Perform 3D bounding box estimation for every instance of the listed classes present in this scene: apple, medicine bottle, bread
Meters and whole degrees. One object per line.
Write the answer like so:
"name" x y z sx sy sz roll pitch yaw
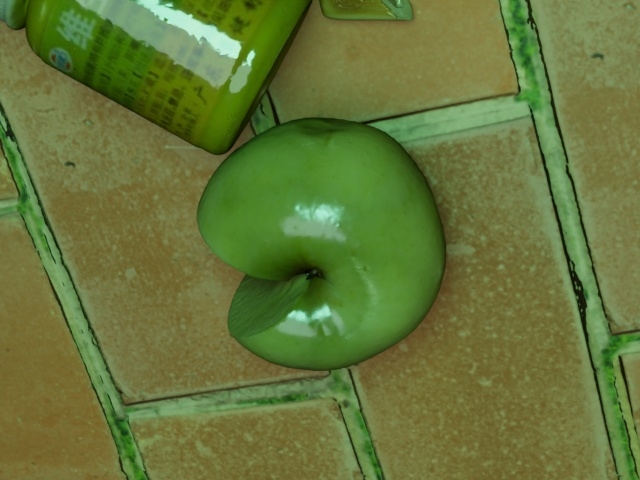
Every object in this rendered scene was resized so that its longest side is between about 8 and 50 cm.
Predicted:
"apple" 0.000 0.000 1.615 0.291 0.254 0.292 5 120 9
"medicine bottle" -0.219 -0.275 1.545 0.384 0.224 0.224 29 119 -1
"bread" 0.051 -0.277 1.578 0.103 0.049 0.062 2 125 11
